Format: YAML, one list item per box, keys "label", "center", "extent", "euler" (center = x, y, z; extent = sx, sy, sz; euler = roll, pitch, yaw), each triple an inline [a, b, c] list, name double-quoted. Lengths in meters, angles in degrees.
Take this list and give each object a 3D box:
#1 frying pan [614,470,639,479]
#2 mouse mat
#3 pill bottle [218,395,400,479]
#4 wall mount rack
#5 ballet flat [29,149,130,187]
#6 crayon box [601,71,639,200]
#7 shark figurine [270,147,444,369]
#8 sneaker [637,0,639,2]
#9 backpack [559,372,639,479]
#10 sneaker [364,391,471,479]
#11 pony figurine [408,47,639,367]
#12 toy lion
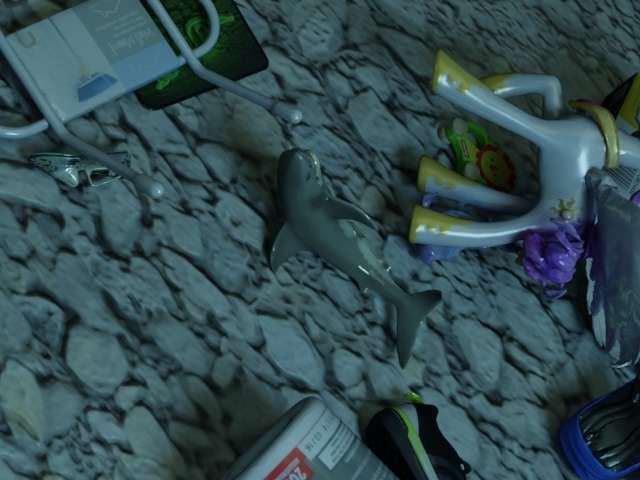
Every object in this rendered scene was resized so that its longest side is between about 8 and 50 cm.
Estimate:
- label: "frying pan"
  center: [0.333, 0.322, 1.694]
  extent: [0.326, 0.197, 0.053]
  euler: [-32, 108, -52]
- label: "mouse mat"
  center: [-0.164, -0.240, 1.820]
  extent: [0.189, 0.007, 0.153]
  euler: [-26, 81, -34]
- label: "pill bottle"
  center: [0.035, 0.309, 1.566]
  extent: [0.283, 0.161, 0.161]
  euler: [45, 54, -2]
- label: "wall mount rack"
  center: [-0.203, -0.189, 1.689]
  extent: [0.350, 0.130, 0.304]
  euler: [-32, 84, -35]
- label: "ballet flat"
  center: [-0.256, -0.077, 1.670]
  extent: [0.114, 0.041, 0.041]
  euler: [-3, 69, -29]
- label: "crayon box"
  center: [0.481, -0.044, 2.033]
  extent: [0.318, 0.081, 0.202]
  euler: [38, 55, -7]
- label: "shark figurine"
  center: [0.008, 0.015, 1.755]
  extent: [0.116, 0.166, 0.278]
  euler: [-43, 110, -11]
- label: "sneaker"
  center: [0.498, -0.340, 2.195]
  extent: [0.094, 0.090, 0.235]
  euler: [-18, 72, -21]
- label: "backpack"
  center: [0.340, 0.232, 1.808]
  extent: [0.120, 0.101, 0.098]
  euler: [-24, 72, -31]
- label: "sneaker"
  center: [0.137, 0.274, 1.688]
  extent: [0.097, 0.084, 0.235]
  euler: [-15, 75, -35]
- label: "pony figurine"
  center: [0.291, -0.041, 1.806]
  extent: [0.363, 0.303, 0.351]
  euler: [9, 90, 3]
- label: "toy lion"
  center: [0.203, -0.101, 1.941]
  extent: [0.096, 0.034, 0.100]
  euler: [2, 66, -36]
